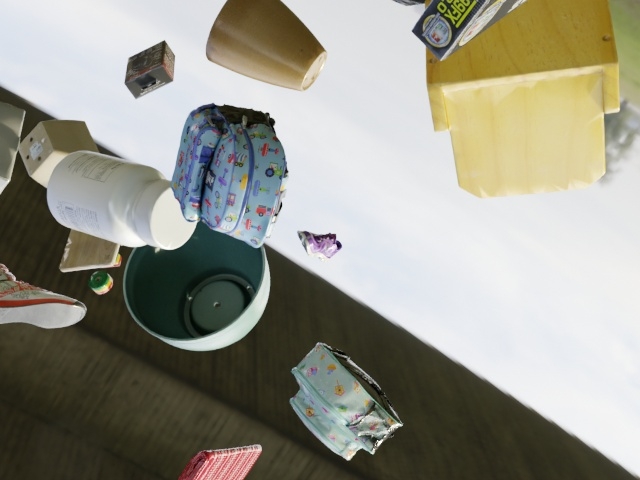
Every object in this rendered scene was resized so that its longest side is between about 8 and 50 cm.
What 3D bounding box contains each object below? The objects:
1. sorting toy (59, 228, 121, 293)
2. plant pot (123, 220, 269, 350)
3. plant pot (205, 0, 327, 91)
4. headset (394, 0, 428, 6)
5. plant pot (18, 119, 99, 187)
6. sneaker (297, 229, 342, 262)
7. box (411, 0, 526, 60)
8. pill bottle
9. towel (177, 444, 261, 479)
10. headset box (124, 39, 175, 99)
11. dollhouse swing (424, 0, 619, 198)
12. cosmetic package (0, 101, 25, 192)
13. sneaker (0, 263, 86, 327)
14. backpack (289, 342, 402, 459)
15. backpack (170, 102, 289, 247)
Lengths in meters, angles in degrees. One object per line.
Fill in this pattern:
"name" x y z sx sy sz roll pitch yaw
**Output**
"sorting toy" -0.489 0.007 2.030 0.046 0.132 0.274 61 -151 -49
"plant pot" -0.232 0.105 1.899 0.293 0.293 0.196 43 168 27
"plant pot" -0.120 -0.489 2.331 0.254 0.237 0.237 34 -163 8
"headset" 0.229 -0.561 1.837 0.394 0.243 0.185 32 -166 -38
"plant pot" -0.479 -0.156 1.672 0.096 0.109 0.109 15 -140 -55
"sneaker" 0.000 0.000 2.186 0.068 0.071 0.170 63 -164 19
"box" 0.257 -0.366 1.181 0.060 0.216 0.270 46 -130 7
"pill bottle" -0.308 -0.060 1.448 0.229 0.131 0.131 15 -176 34
"towel" -0.216 0.467 1.728 0.031 0.199 0.275 35 -178 20
"headset box" -0.236 -0.235 1.279 0.032 0.062 0.083 57 -165 -38
"dollhouse swing" 0.406 -0.302 1.851 0.305 0.347 0.315 62 -154 -56
"cosmetic package" -0.544 -0.151 1.273 0.238 0.107 0.127 23 -124 -30
"sneaker" -0.658 0.114 2.035 0.270 0.090 0.145 3 -137 -37
"backpack" 0.029 0.279 1.627 0.188 0.144 0.166 58 171 -31
"backpack" -0.109 -0.077 1.150 0.117 0.158 0.173 9 -156 -23
